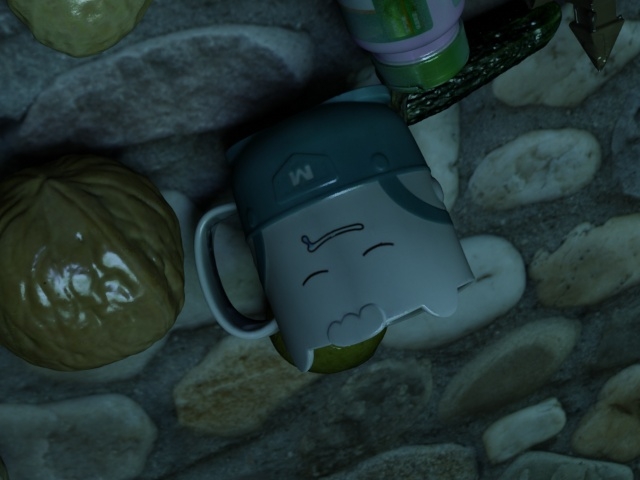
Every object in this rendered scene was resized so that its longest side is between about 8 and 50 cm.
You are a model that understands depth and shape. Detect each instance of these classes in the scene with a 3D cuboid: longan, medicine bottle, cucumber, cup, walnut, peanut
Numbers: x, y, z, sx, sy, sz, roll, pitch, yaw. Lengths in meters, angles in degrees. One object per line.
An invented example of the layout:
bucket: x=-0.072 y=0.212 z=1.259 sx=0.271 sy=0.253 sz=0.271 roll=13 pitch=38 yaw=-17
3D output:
longan: x=0.003 y=0.083 z=1.283 sx=0.155 sy=0.176 sz=0.145 roll=-40 pitch=178 yaw=-27
medicine bottle: x=0.071 y=-0.287 z=1.055 sx=0.133 sy=0.133 sz=0.274 roll=-32 pitch=130 yaw=-5
cucumber: x=0.181 y=-0.216 z=1.205 sx=0.241 sy=0.074 sz=0.074 roll=-30 pitch=131 yaw=-12
cup: x=0.000 y=0.000 z=1.126 sx=0.290 sy=0.257 sz=0.219 roll=-23 pitch=173 yaw=15
walnut: x=-0.248 y=0.021 z=1.050 sx=0.228 sy=0.228 sz=0.228 roll=-14 pitch=127 yaw=-20
peanut: x=-0.222 y=-0.247 z=0.937 sx=0.140 sy=0.109 sz=0.159 roll=-47 pitch=136 yaw=-11

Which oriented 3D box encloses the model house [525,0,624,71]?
model house: x=0.318 y=-0.298 z=1.141 sx=0.181 sy=0.176 sz=0.248 roll=-24 pitch=123 yaw=-15

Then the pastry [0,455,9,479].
pastry: x=-0.443 y=0.300 z=1.211 sx=0.156 sy=0.092 sz=0.156 roll=-12 pitch=123 yaw=-20
